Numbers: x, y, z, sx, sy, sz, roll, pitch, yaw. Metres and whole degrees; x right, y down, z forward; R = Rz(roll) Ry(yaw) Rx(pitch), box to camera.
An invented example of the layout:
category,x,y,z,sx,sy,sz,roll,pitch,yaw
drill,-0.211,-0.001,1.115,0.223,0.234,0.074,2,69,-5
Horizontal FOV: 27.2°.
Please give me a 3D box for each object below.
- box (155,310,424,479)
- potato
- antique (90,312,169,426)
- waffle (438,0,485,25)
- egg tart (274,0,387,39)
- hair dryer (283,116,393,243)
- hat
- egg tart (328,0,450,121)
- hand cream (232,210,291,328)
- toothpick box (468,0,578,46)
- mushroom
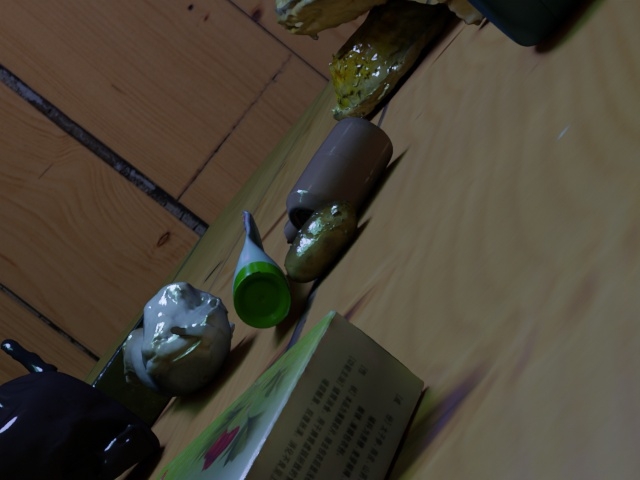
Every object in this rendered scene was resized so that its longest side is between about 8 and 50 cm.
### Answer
category,x,y,z,sx,sy,sz,roll,pitch,yaw
box,-0.061,0.167,0.578,0.175,0.062,0.260,-46,10,40
potato,0.000,0.000,1.136,0.083,0.040,0.051,-51,5,2
antique,-0.213,0.168,1.511,0.221,0.081,0.080,-57,7,-36
waffle,0.225,-0.351,1.277,0.213,0.091,0.308,-55,7,-26
egg tart,0.102,-0.434,1.712,0.443,0.178,0.443,-31,14,8
hair dryer,-0.001,-0.030,1.269,0.117,0.064,0.181,-58,1,-32
hat,-0.334,0.222,1.303,0.336,0.209,0.238,-44,-13,31
egg tart,0.078,-0.244,1.731,0.212,0.090,0.212,-50,11,13
hand cream,-0.056,0.031,1.224,0.275,0.050,0.079,-108,28,-81
toothpick box,0.171,-0.244,0.960,0.184,0.120,0.120,-48,7,10
mushroom,-0.149,0.111,1.327,0.099,0.096,0.278,-53,3,-19
